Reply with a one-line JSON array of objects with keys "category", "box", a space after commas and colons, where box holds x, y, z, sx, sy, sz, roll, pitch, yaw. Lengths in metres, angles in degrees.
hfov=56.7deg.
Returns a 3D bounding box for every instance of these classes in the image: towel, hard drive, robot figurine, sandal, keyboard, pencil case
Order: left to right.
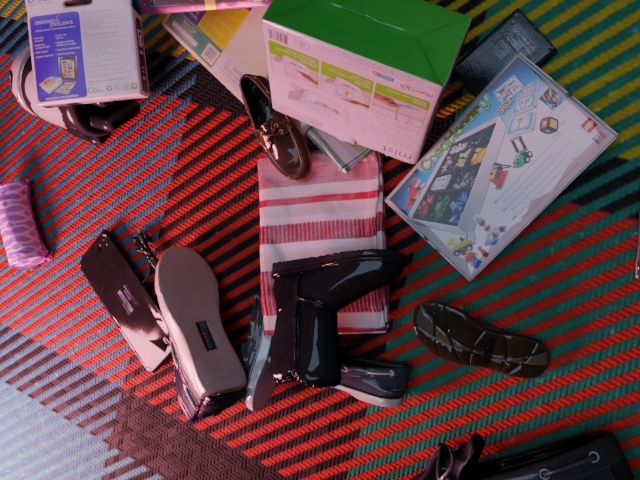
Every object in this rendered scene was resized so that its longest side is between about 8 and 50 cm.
[{"category": "pencil case", "box": [-0.698, -0.035, 1.379, 0.088, 0.086, 0.206, -18, 85, -10]}, {"category": "robot figurine", "box": [-0.514, -0.315, 1.236, 0.278, 0.173, 0.209, 22, 100, 22]}, {"category": "keyboard", "box": [-0.385, 0.103, 1.265, 0.201, 0.033, 0.317, -45, 74, 21]}, {"category": "towel", "box": [0.000, 0.000, 1.044, 0.237, 0.037, 0.329, -5, 82, 19]}, {"category": "towel", "box": [0.064, -0.199, 1.020, 0.152, 0.023, 0.113, -40, 67, 0]}, {"category": "sandal", "box": [0.255, 0.157, 0.957, 0.219, 0.060, 0.090, 14, 103, 10]}, {"category": "hard drive", "box": [0.290, -0.287, 0.947, 0.135, 0.022, 0.094, -40, 75, 20]}]

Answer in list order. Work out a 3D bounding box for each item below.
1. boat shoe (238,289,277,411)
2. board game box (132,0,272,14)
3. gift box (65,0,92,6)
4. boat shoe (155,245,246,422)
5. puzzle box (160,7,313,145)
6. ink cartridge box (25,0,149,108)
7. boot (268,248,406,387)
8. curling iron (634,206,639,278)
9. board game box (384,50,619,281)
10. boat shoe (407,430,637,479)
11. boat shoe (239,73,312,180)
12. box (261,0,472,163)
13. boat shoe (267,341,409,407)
[{"category": "boat shoe", "box": [-0.117, 0.201, 1.117, 0.076, 0.080, 0.229, 13, 96, 30]}, {"category": "board game box", "box": [-0.214, -0.518, 1.023, 0.303, 0.097, 0.224, 8, 128, 27]}, {"category": "gift box", "box": [-0.462, -0.625, 1.169, 0.276, 0.255, 0.258, -4, 91, 31]}, {"category": "boat shoe", "box": [-0.258, 0.188, 1.160, 0.158, 0.127, 0.340, -54, 49, 43]}, {"category": "puzzle box", "box": [-0.096, -0.398, 1.108, 0.409, 0.052, 0.272, 46, 109, 17]}, {"category": "ink cartridge box", "box": [-0.433, -0.361, 1.102, 0.206, 0.045, 0.208, -4, 95, 5]}, {"category": "boot", "box": [0.026, 0.128, 0.946, 0.246, 0.094, 0.207, -9, 75, 27]}, {"category": "curling iron", "box": [0.493, -0.077, 0.850, 0.068, 0.035, 0.274, 15, 97, 24]}, {"category": "board game box", "box": [0.273, -0.110, 0.929, 0.193, 0.053, 0.305, 45, 109, 10]}, {"category": "boat shoe", "box": [0.222, 0.380, 0.911, 0.500, 0.187, 0.156, -13, 81, 20]}, {"category": "boat shoe", "box": [-0.085, -0.197, 1.037, 0.073, 0.073, 0.207, -32, 78, 17]}, {"category": "box", "box": [0.060, -0.254, 0.888, 0.262, 0.231, 0.127, 22, 73, 8]}, {"category": "boat shoe", "box": [0.029, 0.217, 1.038, 0.254, 0.095, 0.079, 14, 98, 23]}]
